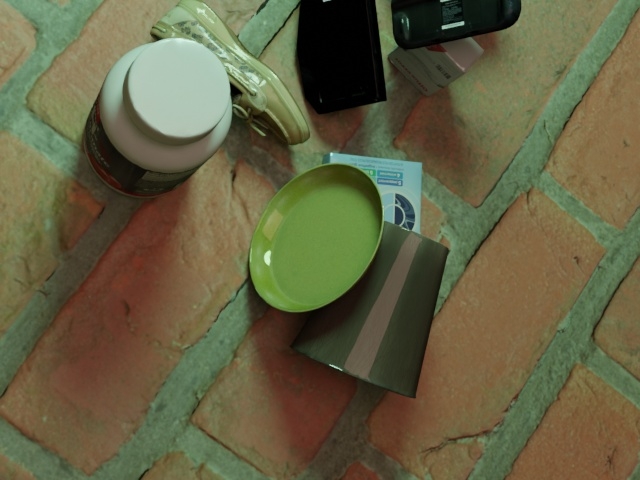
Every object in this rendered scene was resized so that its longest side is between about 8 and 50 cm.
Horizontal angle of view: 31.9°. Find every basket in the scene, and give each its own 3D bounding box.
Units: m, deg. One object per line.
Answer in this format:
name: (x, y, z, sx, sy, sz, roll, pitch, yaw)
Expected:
basket: (0.092, 0.093, 1.665, 0.204, 0.154, 0.227, 23, 88, -8)

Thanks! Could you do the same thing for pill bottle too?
pill bottle: (-0.221, -0.168, 1.530, 0.176, 0.318, 0.176, 3, 81, -18)

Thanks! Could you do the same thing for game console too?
game console: (0.128, -0.323, 1.693, 0.044, 0.361, 0.213, 3, 80, -64)

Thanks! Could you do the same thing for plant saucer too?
plant saucer: (0.000, 0.000, 1.653, 0.037, 0.241, 0.241, 37, 70, -46)

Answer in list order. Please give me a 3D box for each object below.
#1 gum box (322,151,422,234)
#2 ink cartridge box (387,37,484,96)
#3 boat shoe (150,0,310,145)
gum box: (0.079, -0.038, 1.762, 0.157, 0.041, 0.184, 4, 81, -18)
ink cartridge box: (0.181, -0.297, 1.781, 0.099, 0.135, 0.056, 44, 69, -9)
boat shoe: (-0.133, -0.240, 1.692, 0.089, 0.104, 0.285, -43, 87, -14)
